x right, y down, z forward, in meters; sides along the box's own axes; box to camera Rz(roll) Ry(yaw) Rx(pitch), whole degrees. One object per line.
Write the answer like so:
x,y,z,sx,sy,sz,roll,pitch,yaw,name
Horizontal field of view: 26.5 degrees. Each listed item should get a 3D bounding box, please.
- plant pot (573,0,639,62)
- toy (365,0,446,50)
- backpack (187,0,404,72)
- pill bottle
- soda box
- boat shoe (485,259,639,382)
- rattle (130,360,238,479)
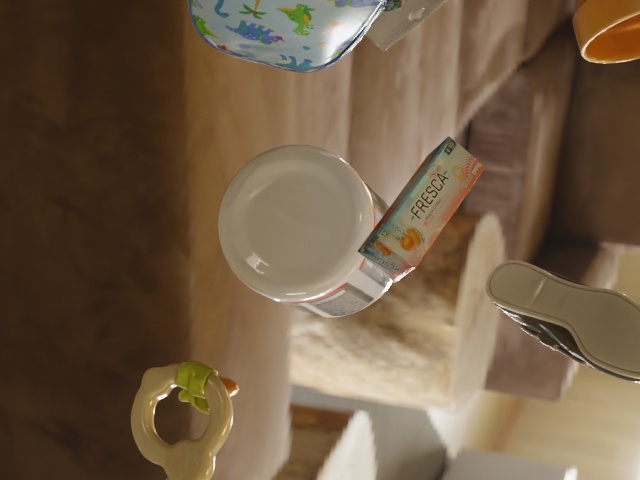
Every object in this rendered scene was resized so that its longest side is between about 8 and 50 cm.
0.458,-0.389,2.001,0.205,0.205,0.188,30,44,-71,plant pot
0.074,-0.351,1.851,0.137,0.237,0.056,-40,148,-3,toy
-0.022,-0.344,1.467,0.355,0.290,0.273,156,-57,-74,backpack
0.000,0.000,1.921,0.363,0.210,0.210,36,63,-75,pill bottle
0.122,-0.038,1.629,0.183,0.063,0.058,-53,-174,-32,soda box
0.391,0.124,1.999,0.112,0.335,0.095,-55,137,-7,boat shoe
-0.157,0.253,1.630,0.143,0.130,0.199,94,-11,-73,rattle
